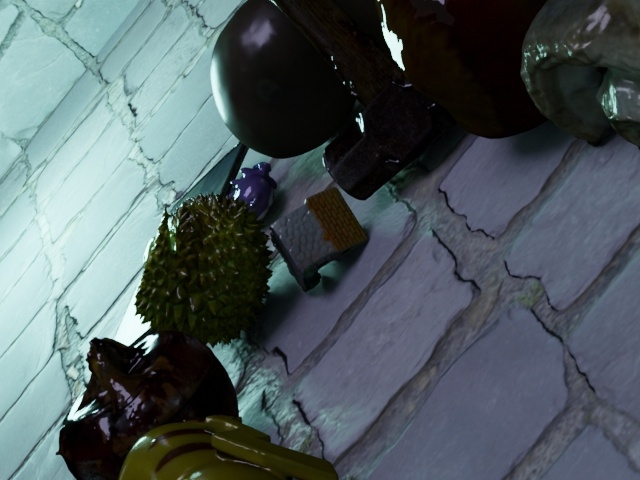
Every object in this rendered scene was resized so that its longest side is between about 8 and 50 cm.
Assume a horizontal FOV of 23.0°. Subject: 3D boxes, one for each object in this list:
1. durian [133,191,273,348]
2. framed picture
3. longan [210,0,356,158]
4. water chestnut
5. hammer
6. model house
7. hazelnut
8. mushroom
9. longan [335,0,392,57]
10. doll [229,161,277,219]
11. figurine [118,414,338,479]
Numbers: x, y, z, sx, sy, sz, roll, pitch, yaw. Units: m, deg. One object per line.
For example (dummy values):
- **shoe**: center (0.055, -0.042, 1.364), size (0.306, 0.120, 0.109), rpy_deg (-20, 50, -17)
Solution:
- **durian**: center (-0.148, 0.036, 2.025), size (0.237, 0.176, 0.200), rpy_deg (92, 176, -78)
- **framed picture**: center (-0.219, 0.021, 2.387), size (0.265, 0.016, 0.347), rpy_deg (-39, 24, 50)
- **longan**: center (-0.049, -0.235, 2.194), size (0.248, 0.248, 0.248), rpy_deg (-42, 24, 24)
- **water chestnut**: center (-0.208, 0.205, 1.858), size (0.223, 0.238, 0.224), rpy_deg (-36, 20, 15)
- **hammer**: center (0.012, -0.267, 1.934), size (0.242, 0.409, 0.095), rpy_deg (-44, -7, 30)
- **model house**: center (0.000, 0.000, 1.959), size (0.100, 0.088, 0.101), rpy_deg (-32, -14, -9)
- **hazelnut**: center (0.179, -0.239, 1.714), size (0.217, 0.251, 0.217), rpy_deg (-41, -7, -6)
- **mushroom**: center (0.311, -0.201, 1.523), size (0.189, 0.164, 0.267), rpy_deg (-57, 22, -9)
- **longan**: center (0.104, -0.351, 2.048), size (0.258, 0.258, 0.258), rpy_deg (-42, 24, 24)
- **doll**: center (-0.103, -0.066, 2.274), size (0.206, 0.067, 0.110), rpy_deg (-137, 70, -79)
- **figurine**: center (-0.090, 0.277, 1.606), size (0.327, 0.218, 0.169), rpy_deg (-149, 56, -61)
